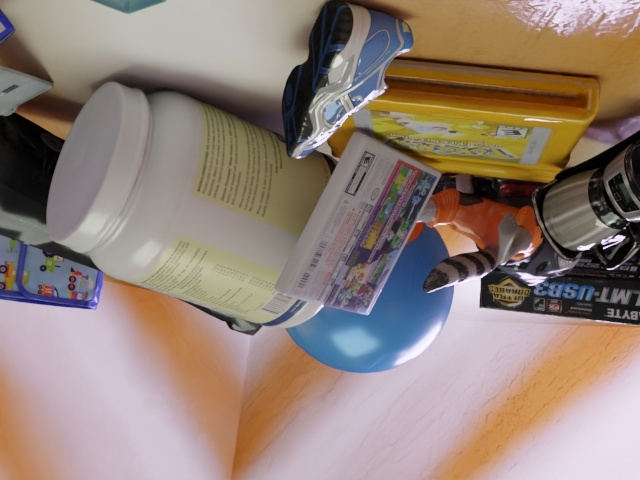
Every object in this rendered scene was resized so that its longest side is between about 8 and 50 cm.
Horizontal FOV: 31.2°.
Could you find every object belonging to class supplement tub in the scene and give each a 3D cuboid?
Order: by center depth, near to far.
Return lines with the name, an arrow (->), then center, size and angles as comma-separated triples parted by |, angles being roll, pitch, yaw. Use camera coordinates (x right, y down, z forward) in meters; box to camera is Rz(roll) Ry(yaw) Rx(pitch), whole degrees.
supplement tub -> -0.142, -0.042, 1.399 | 0.324, 0.235, 0.235 | 21, 165, -30

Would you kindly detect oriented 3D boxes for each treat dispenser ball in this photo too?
treat dispenser ball -> 0.068, 0.068, 1.827 | 0.288, 0.288, 0.288 | 7, 171, 1

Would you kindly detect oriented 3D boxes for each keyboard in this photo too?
keyboard -> -0.356, -0.166, 1.281 | 0.072, 0.014, 0.256 | -34, -176, 1

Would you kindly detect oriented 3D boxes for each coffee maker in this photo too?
coffee maker -> 0.346, -0.068, 1.266 | 0.120, 0.171, 0.178 | 43, 151, -9

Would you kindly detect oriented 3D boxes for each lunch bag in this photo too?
lunch bag -> -0.504, 0.005, 2.097 | 0.293, 0.221, 0.138 | 6, 171, 10

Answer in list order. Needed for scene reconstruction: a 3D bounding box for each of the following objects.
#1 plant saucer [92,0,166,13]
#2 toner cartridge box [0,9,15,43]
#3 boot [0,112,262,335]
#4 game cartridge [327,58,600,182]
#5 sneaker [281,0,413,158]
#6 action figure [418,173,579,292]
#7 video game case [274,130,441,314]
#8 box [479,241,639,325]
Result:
plant saucer -> -0.227, -0.237, 0.984 | 0.192, 0.018, 0.067 | 16, 168, -40
toner cartridge box -> -0.436, -0.159, 1.166 | 0.075, 0.165, 0.348 | 54, 154, -15
boot -> -0.289, -0.064, 1.629 | 0.445, 0.146, 0.367 | 22, -161, -24
game cartridge -> 0.144, -0.127, 1.287 | 0.285, 0.053, 0.324 | 6, 170, 6
sneaker -> 0.018, -0.140, 1.081 | 0.081, 0.080, 0.211 | 1, 154, -21
action figure -> 0.216, -0.010, 1.548 | 0.341, 0.179, 0.330 | 5, 177, 40
video game case -> 0.048, -0.014, 1.342 | 0.023, 0.201, 0.183 | 31, -172, 35
box -> 0.421, 0.046, 1.753 | 0.295, 0.073, 0.293 | 5, -165, 21
